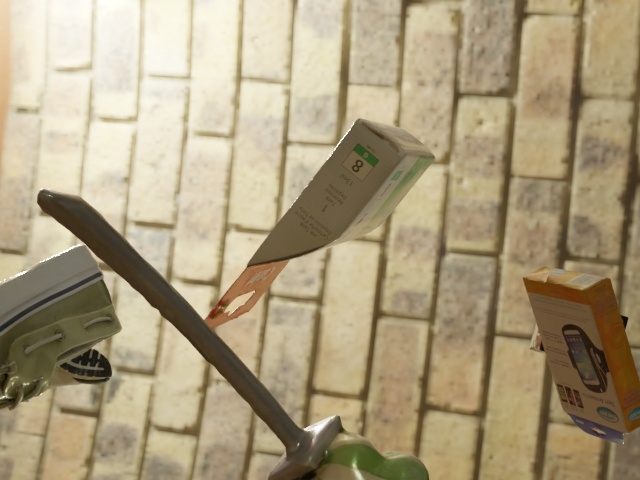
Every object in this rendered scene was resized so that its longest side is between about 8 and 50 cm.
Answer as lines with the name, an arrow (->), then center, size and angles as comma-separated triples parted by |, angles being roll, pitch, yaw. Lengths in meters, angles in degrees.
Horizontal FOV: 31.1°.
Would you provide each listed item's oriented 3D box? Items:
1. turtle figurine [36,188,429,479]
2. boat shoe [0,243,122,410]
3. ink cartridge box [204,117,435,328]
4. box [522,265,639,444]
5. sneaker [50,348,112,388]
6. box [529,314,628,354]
turtle figurine -> -0.042, 0.131, 0.389 | 0.197, 0.275, 0.266 | -53, -33, -1
boat shoe -> -0.257, 0.089, 0.949 | 0.094, 0.109, 0.302 | 55, -150, -3
ink cartridge box -> 0.000, 0.000, 0.971 | 0.224, 0.056, 0.181 | -54, -8, 11
box -> 0.206, 0.089, 0.886 | 0.081, 0.028, 0.136 | 12, 126, 64
sneaker -> -0.268, 0.134, 1.191 | 0.040, 0.109, 0.043 | -74, -11, -50
box -> 0.274, 0.099, 1.225 | 0.052, 0.083, 0.062 | 118, 169, -85
